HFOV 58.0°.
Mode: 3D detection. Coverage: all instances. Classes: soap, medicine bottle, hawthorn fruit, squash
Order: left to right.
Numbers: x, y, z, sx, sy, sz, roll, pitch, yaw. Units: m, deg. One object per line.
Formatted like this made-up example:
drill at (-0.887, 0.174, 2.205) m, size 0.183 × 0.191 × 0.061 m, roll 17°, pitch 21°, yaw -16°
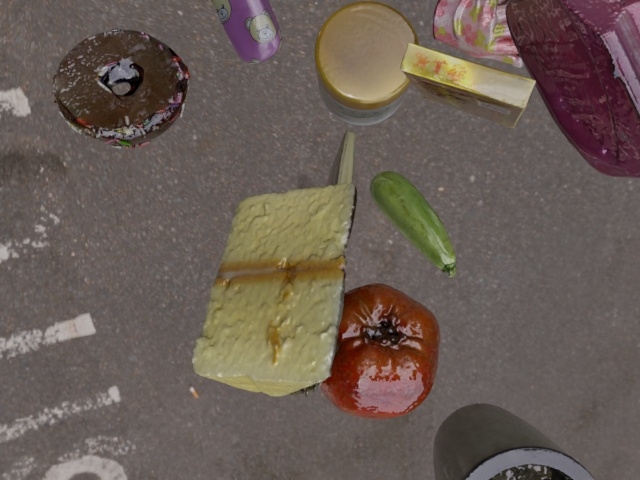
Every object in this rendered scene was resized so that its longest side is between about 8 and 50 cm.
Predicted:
medicine bottle at (0.108, -0.417, 1.400) m, size 0.238 × 0.232 × 0.237 m, roll 0°, pitch 87°, yaw 2°
hawthorn fruit at (0.078, 0.191, 0.922) m, size 0.208 × 0.207 × 0.243 m, roll -20°, pitch 154°, yaw -17°
squash at (0.263, -0.055, 1.571) m, size 0.118 × 0.370 × 0.118 m, roll -26°, pitch 149°, yaw -18°
soap at (0.398, -0.244, 0.802) m, size 0.127 × 0.220 × 0.324 m, roll -31°, pitch 102°, yaw -5°

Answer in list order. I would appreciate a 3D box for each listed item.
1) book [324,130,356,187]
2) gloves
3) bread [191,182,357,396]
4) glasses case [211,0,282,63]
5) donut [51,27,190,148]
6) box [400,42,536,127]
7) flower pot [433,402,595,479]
book at (0.000, 0.000, 1.324) m, size 0.039 × 0.300 × 0.427 m, roll 15°, pitch 134°, yaw -6°
gloves at (0.361, -0.436, 1.183) m, size 0.126 × 0.241 × 0.145 m, roll -27°, pitch 129°, yaw -57°
bread at (-0.026, 0.105, 0.936) m, size 0.242 × 0.345 × 0.405 m, roll -2°, pitch 152°, yaw 18°
glasses case at (-0.196, -0.577, 1.366) m, size 0.123 × 0.076 × 0.316 m, roll -19°, pitch 102°, yaw 28°
donut at (-0.393, -0.302, 1.158) m, size 0.270 × 0.269 × 0.103 m, roll -26°, pitch 164°, yaw -13°
box at (0.114, -0.115, 0.441) m, size 0.156 × 0.089 × 0.022 m, roll -17°, pitch 127°, yaw -72°
flower pot at (0.379, 0.498, 1.207) m, size 0.294 × 0.330 × 0.293 m, roll 0°, pitch 97°, yaw 0°
